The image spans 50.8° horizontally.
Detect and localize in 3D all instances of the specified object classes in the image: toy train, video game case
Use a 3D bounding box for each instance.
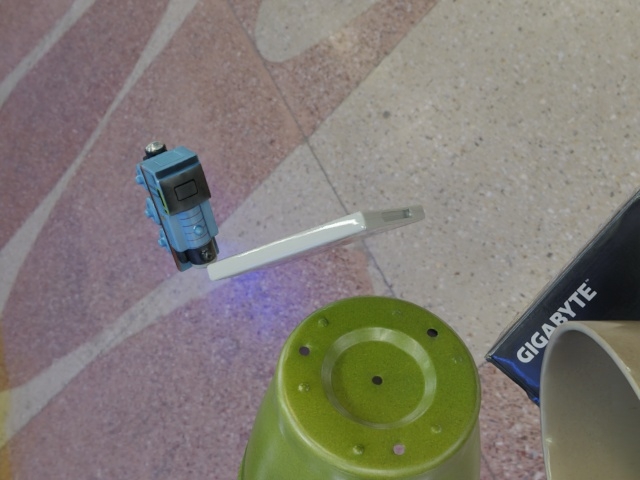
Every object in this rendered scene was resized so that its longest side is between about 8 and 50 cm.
[{"bbox_3d":[-0.185,-0.041,0.894,0.105,0.080,0.184,33,142,52],"label":"toy train"},{"bbox_3d":[0.000,0.000,0.736,0.190,0.173,0.022,-19,86,28],"label":"video game case"}]

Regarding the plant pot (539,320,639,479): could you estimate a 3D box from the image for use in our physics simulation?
[{"bbox_3d":[0.298,0.155,0.373,0.274,0.256,0.257,-7,67,3],"label":"plant pot"}]

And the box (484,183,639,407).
[{"bbox_3d":[0.337,0.087,0.533,0.293,0.073,0.295,41,118,12],"label":"box"}]

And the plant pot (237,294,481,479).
[{"bbox_3d":[0.062,0.267,0.893,0.353,0.366,0.366,94,152,-49],"label":"plant pot"}]
